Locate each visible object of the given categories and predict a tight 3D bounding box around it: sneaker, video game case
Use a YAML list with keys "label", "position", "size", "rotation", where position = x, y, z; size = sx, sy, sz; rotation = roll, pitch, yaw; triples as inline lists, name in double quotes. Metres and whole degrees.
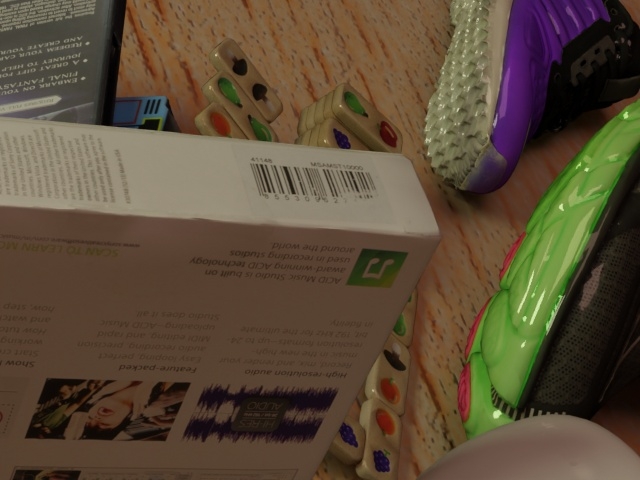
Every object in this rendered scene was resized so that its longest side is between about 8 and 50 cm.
- label: "sneaker"
  position: [0.167, -0.129, 1.366]
  size: [0.146, 0.102, 0.293]
  rotation: [22, 42, -8]
- label: "video game case"
  position: [-0.213, -0.057, 1.075]
  size: [0.196, 0.026, 0.274]
  rotation: [-9, 45, 9]
- label: "sneaker"
  position: [0.264, 0.013, 1.217]
  size: [0.202, 0.185, 0.483]
  rotation: [41, 44, 20]

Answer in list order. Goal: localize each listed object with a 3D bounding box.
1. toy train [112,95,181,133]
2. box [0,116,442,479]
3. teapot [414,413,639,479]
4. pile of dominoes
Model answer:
- label: "toy train"
  position: [-0.137, -0.008, 1.079]
  size: [0.105, 0.080, 0.184]
  rotation: [-4, 41, 12]
- label: "box"
  position: [-0.113, 0.084, 0.841]
  size: [0.232, 0.322, 0.058]
  rotation: [5, 42, -25]
- label: "teapot"
  position: [0.084, 0.214, 0.910]
  size: [0.187, 0.256, 0.252]
  rotation: [-22, 77, -11]
- label: "pile of dominoes"
  position: [0.000, 0.000, 1.135]
  size: [0.196, 0.040, 0.251]
  rotation: [41, 35, -26]
